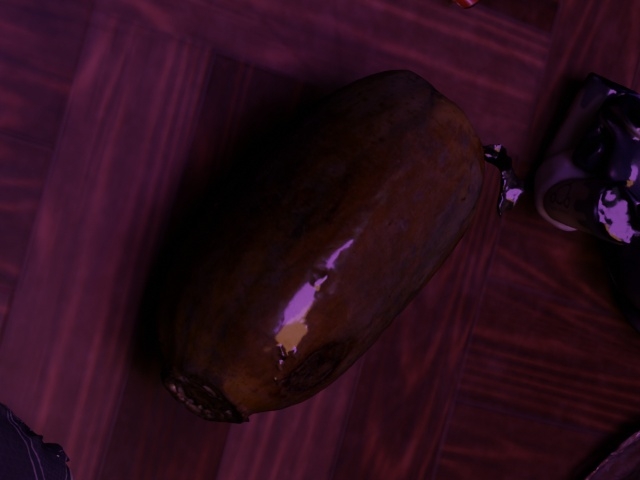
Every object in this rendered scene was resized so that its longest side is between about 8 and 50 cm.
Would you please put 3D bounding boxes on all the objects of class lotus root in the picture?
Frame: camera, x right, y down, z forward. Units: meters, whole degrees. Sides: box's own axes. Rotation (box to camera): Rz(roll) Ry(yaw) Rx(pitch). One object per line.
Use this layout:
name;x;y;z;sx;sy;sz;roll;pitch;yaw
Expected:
lotus root;0.000;0.000;1.101;0.241;0.124;0.123;-47;121;-23

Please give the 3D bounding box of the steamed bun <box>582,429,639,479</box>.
steamed bun;0.307;0.250;1.313;0.301;0.199;0.251;-39;118;-25

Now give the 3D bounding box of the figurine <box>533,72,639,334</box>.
figurine;0.238;0.002;1.276;0.222;0.145;0.145;34;78;-25

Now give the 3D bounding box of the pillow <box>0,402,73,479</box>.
pillow;-0.242;0.098;0.965;0.161;0.093;0.335;-46;121;-18

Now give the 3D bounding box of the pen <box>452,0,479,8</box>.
pen;0.020;-0.220;1.139;0.239;0.028;0.028;40;75;-33
